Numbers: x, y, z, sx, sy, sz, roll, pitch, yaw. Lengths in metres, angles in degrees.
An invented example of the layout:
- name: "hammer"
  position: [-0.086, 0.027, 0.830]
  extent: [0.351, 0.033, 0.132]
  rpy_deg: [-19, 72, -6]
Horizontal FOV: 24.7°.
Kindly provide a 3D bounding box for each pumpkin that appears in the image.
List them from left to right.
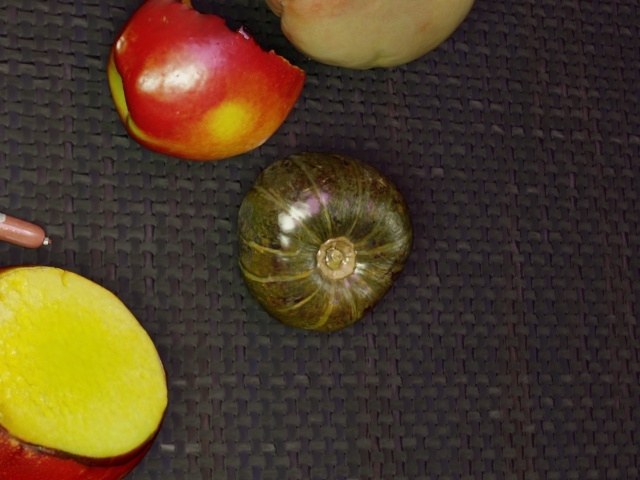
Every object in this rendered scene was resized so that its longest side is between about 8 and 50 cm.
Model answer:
- name: "pumpkin"
  position: [0.000, 0.000, 1.709]
  extent: [0.219, 0.162, 0.219]
  rpy_deg: [-11, 112, -27]

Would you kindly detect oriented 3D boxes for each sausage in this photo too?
- name: "sausage"
  position: [-0.400, -0.030, 1.599]
  extent: [0.223, 0.029, 0.029]
  rpy_deg: [18, 73, -20]

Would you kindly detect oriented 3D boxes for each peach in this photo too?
- name: "peach"
  position: [-0.306, 0.159, 1.481]
  extent: [0.245, 0.248, 0.274]
  rpy_deg: [-53, 148, 14]
- name: "peach"
  position: [-0.126, -0.195, 1.669]
  extent: [0.226, 0.190, 0.196]
  rpy_deg: [-17, 78, -20]
- name: "peach"
  position: [0.051, -0.343, 1.744]
  extent: [0.292, 0.247, 0.292]
  rpy_deg: [21, 59, -41]
